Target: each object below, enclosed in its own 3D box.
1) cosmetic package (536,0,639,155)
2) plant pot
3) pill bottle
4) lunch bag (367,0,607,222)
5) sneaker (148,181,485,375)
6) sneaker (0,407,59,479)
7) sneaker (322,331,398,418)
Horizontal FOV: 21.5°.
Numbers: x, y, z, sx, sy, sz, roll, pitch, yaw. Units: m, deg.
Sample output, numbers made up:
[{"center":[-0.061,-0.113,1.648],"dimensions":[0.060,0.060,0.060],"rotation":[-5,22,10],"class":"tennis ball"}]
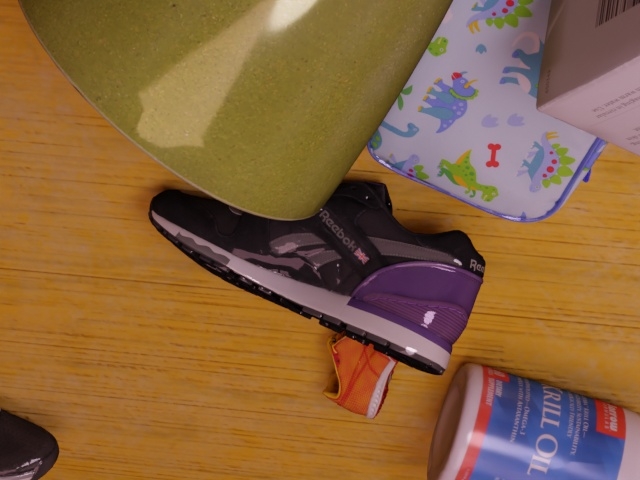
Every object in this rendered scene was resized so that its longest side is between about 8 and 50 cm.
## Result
[{"center":[0.349,-0.107,1.111],"dimensions":[0.365,0.155,0.197],"rotation":[21,157,-24],"class":"cosmetic package"},{"center":[-0.007,-0.211,1.119],"dimensions":[0.275,0.275,0.293],"rotation":[36,114,-19],"class":"plant pot"},{"center":[0.215,0.195,1.485],"dimensions":[0.221,0.124,0.124],"rotation":[16,130,-5],"class":"pill bottle"},{"center":[0.144,-0.124,1.254],"dimensions":[0.176,0.090,0.219],"rotation":[22,130,-7],"class":"lunch bag"},{"center":[0.000,0.000,1.393],"dimensions":[0.283,0.124,0.107],"rotation":[24,173,14],"class":"sneaker"},{"center":[-0.359,0.155,1.580],"dimensions":[0.228,0.086,0.132],"rotation":[8,128,4],"class":"sneaker"},{"center":[0.041,0.087,1.468],"dimensions":[0.067,0.064,0.175],"rotation":[22,128,4],"class":"sneaker"}]
